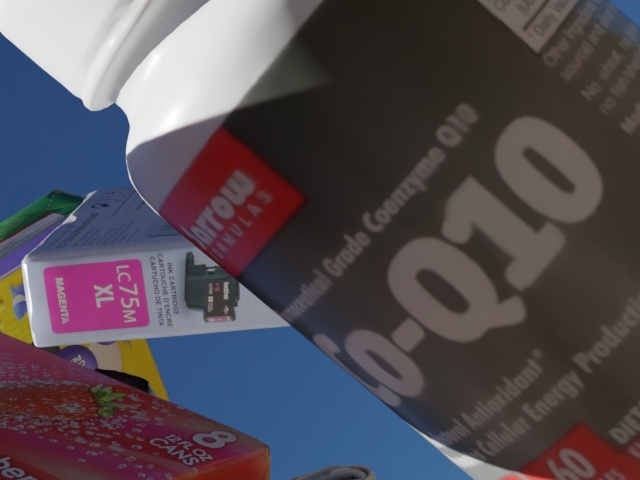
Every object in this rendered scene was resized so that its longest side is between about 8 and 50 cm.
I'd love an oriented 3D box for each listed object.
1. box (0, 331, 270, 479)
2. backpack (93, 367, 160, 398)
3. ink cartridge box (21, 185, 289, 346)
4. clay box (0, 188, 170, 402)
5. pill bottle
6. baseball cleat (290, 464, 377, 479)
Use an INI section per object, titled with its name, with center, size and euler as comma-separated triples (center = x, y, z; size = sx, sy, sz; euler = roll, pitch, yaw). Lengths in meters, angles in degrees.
[box]
center = -0.147, 0.089, 0.479
size = 0.128, 0.257, 0.122
euler = -11, -69, -45
[backpack]
center = -0.134, 0.170, 0.987
size = 0.115, 0.152, 0.182
euler = 65, -154, -60
[ink cartridge box]
center = 0.000, 0.000, 0.986
size = 0.186, 0.311, 0.065
euler = -71, -27, -76
[clay box]
center = -0.177, 0.093, 1.135
size = 0.127, 0.053, 0.222
euler = -36, -59, -31
[pill bottle]
center = 0.035, -0.035, 0.597
size = 0.161, 0.283, 0.161
euler = -50, 2, 2
[baseball cleat]
center = 0.042, 0.193, 0.966
size = 0.072, 0.206, 0.109
euler = -68, -7, -79
